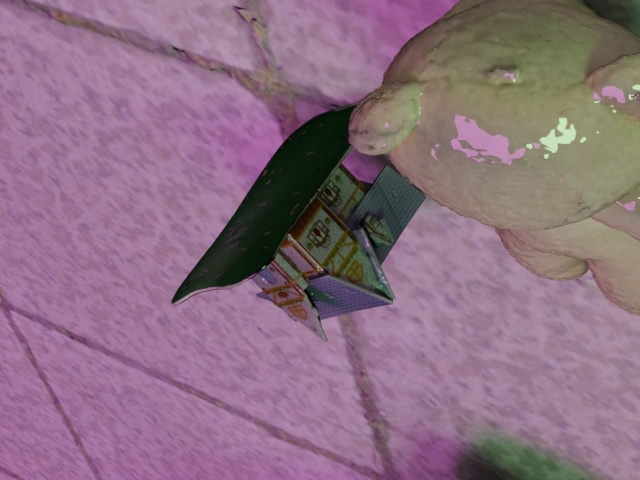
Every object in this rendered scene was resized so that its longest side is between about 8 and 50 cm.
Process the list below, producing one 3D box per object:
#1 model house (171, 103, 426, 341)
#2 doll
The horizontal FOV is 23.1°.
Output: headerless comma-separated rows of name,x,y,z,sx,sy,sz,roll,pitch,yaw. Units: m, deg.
model house,0.000,0.000,1.008,0.088,0.167,0.117,45,147,-19
doll,0.132,-0.047,0.855,0.175,0.149,0.278,-10,152,16
